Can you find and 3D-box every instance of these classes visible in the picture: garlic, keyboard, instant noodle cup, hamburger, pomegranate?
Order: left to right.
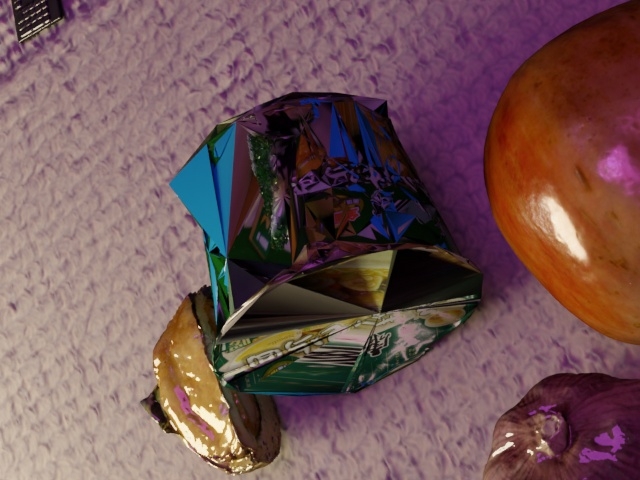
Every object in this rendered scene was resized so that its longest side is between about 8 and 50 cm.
[{"bbox_3d":[-0.329,-0.322,1.411,0.067,0.011,0.202,-23,68,23],"label":"keyboard"},{"bbox_3d":[-0.104,0.138,1.148,0.102,0.087,0.176,-34,71,29],"label":"hamburger"},{"bbox_3d":[0.000,0.000,1.051,0.240,0.240,0.178,-31,57,18],"label":"instant noodle cup"},{"bbox_3d":[0.196,0.168,0.959,0.159,0.102,0.147,-30,51,16],"label":"garlic"},{"bbox_3d":[0.251,-0.033,0.904,0.229,0.252,0.270,-33,70,2],"label":"pomegranate"}]
